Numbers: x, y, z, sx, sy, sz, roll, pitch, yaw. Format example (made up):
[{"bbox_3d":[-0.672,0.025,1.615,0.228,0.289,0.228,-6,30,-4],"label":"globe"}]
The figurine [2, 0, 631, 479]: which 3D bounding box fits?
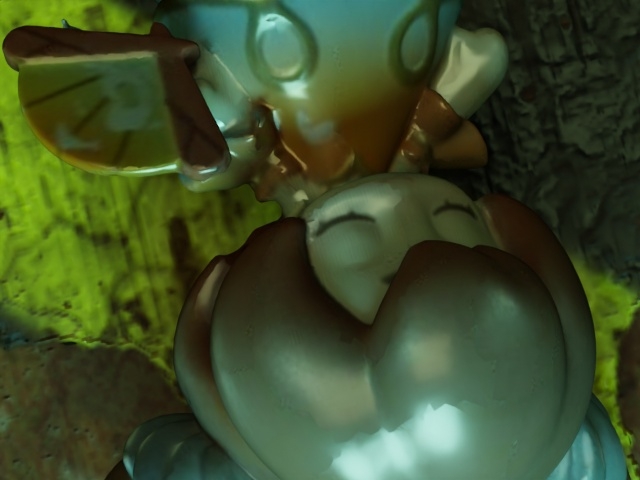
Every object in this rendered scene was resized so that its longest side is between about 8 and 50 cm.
[{"bbox_3d":[-0.001,0.000,0.944,0.277,0.248,0.388,-8,66,-19],"label":"figurine"}]
